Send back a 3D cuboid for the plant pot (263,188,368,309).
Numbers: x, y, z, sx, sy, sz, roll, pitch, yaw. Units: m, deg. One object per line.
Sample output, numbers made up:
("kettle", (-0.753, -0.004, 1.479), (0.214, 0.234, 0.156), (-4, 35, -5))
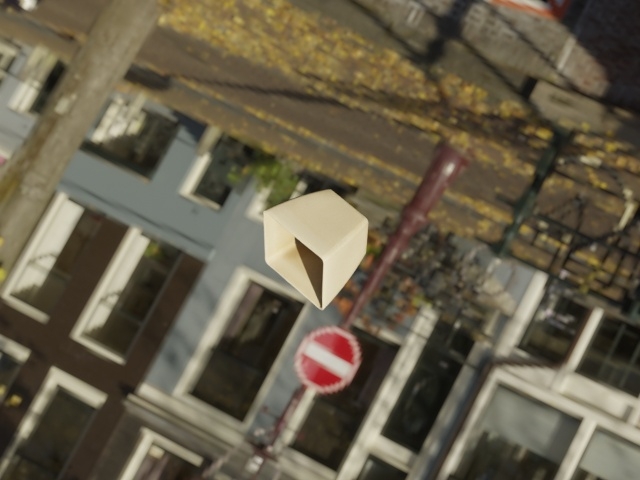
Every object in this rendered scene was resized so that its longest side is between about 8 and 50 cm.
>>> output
("plant pot", (0.000, 0.000, 1.532), (0.109, 0.096, 0.109), (39, 151, 26))
